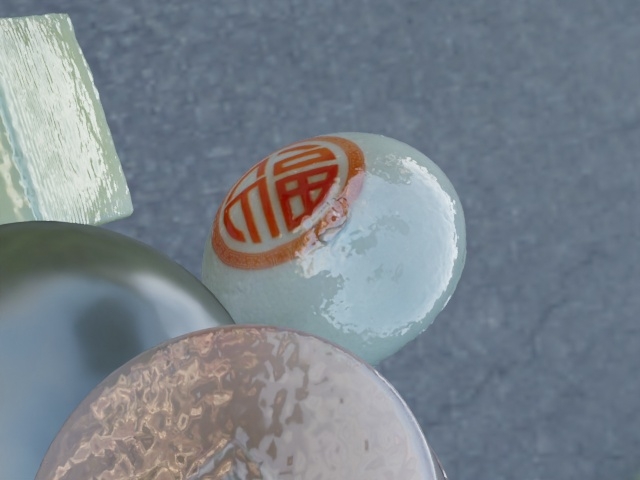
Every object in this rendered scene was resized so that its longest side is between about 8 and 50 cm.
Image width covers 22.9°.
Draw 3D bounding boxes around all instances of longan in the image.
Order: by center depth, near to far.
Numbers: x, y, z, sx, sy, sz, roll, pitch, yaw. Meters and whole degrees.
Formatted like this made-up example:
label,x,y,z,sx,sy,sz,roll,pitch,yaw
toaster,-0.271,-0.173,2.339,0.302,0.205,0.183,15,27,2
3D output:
label,x,y,z,sx,sy,sz,roll,pitch,yaw
longan,-0.196,0.165,1.107,0.361,0.361,0.361,16,71,-55

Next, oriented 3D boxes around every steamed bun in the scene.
label,x,y,z,sx,sy,sz,roll,pitch,yaw
steamed bun,0.000,0.000,1.600,0.177,0.283,0.283,52,44,-36

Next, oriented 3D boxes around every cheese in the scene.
label,x,y,z,sx,sy,sz,roll,pitch,yaw
cheese,-0.353,-0.128,1.893,0.242,0.124,0.265,-24,97,-64

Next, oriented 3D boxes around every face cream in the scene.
label,x,y,z,sx,sy,sz,roll,pitch,yaw
face cream,-0.021,0.117,0.577,0.104,0.149,0.149,64,33,-60
